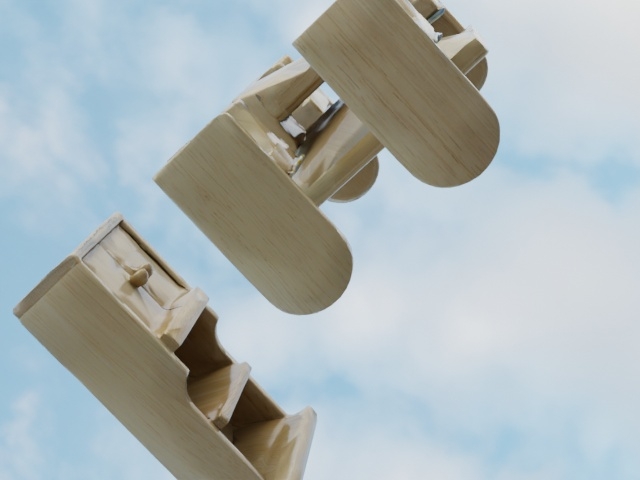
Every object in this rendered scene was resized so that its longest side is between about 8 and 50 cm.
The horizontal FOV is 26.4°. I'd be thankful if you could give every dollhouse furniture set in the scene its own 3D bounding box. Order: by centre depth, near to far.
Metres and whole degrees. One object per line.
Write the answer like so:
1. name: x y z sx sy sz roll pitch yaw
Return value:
1. dollhouse furniture set: 0.000 0.000 1.071 0.394 0.362 0.256 -42 -83 13
